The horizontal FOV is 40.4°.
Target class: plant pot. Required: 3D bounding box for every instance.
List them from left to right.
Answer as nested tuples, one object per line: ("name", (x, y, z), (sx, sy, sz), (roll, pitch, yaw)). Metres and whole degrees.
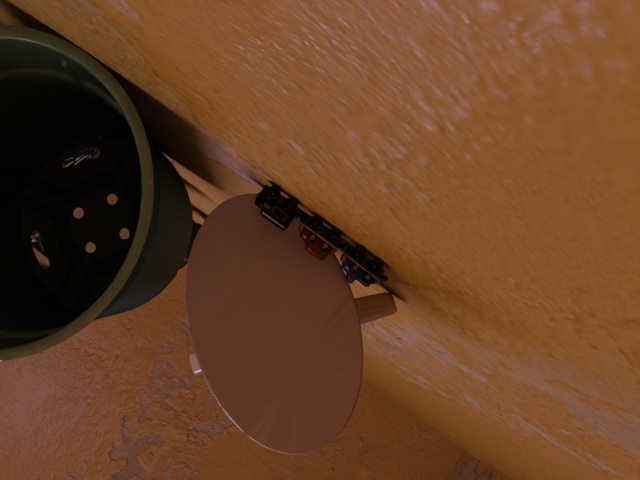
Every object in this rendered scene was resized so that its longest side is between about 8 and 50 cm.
("plant pot", (-0.315, -0.034, 1.035), (0.341, 0.341, 0.334), (34, 179, 8))

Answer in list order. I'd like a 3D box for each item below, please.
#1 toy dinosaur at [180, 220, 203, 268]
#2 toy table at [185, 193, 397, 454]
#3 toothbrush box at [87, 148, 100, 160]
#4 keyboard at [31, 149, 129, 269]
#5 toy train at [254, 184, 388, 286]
("toy dinosaur", (-0.289, 0.023, 1.600), (0.160, 0.313, 0.121), (-103, -9, -68))
("toy table", (-0.040, 0.095, 0.972), (0.252, 0.274, 0.161), (-7, 170, 4))
("toothbrush box", (-0.443, -0.087, 1.534), (0.295, 0.216, 0.126), (33, 172, 8))
("keyboard", (-0.364, -0.053, 1.371), (0.201, 0.317, 0.033), (63, -152, -16))
("toy train", (0.000, 0.000, 0.883), (0.158, 0.036, 0.027), (35, 172, -4))
